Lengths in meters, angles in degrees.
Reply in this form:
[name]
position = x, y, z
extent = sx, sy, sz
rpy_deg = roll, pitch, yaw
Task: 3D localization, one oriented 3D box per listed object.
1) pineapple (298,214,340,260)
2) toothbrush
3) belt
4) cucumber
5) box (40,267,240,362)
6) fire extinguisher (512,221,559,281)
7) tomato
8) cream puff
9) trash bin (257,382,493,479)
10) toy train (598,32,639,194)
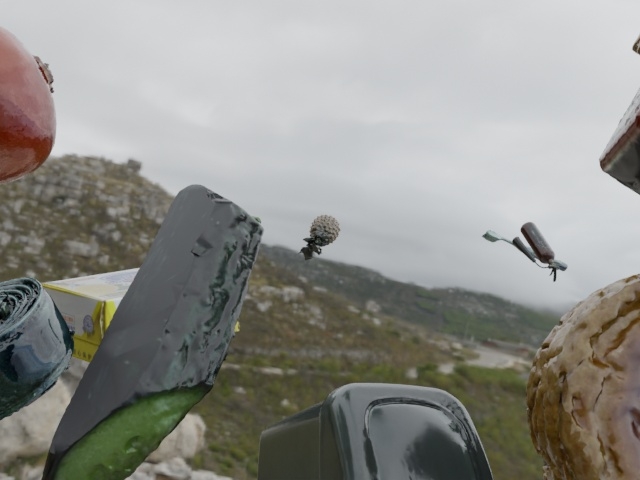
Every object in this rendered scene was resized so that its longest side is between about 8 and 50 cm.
[pineapple]
position = 0.000, 0.000, 1.305
extent = 0.058, 0.058, 0.124
rpy_deg = 12, 30, 7
[toothbrush]
position = 0.385, 0.021, 1.390
extent = 0.220, 0.016, 0.019
rpy_deg = 19, -41, -29
[belt]
position = -0.425, 0.139, 0.863
extent = 0.268, 0.116, 0.206
rpy_deg = -20, 24, 4
[cucumber]
position = -0.081, 0.046, 0.399
extent = 0.071, 0.220, 0.046
rpy_deg = -8, -44, 27
[box]
position = -0.272, 0.105, 1.137
extent = 0.169, 0.097, 0.265
rpy_deg = 8, 10, 39
[fire extinguisher]
position = 0.315, 0.013, 1.093
extent = 0.046, 0.032, 0.100
rpy_deg = 9, 39, -26
[tomato]
position = -0.658, -0.249, 1.377
extent = 0.322, 0.321, 0.321
rpy_deg = 12, -3, 1
[cream puff]
position = 0.202, 0.122, 0.465
extent = 0.184, 0.183, 0.169
rpy_deg = 12, -19, -4
[trash bin]
position = 0.024, 0.197, 0.514
extent = 0.101, 0.176, 0.236
rpy_deg = 6, -21, -20
[toy train]
position = 0.304, -0.143, 0.470
extent = 0.163, 0.231, 0.369
rpy_deg = 29, -9, 11
